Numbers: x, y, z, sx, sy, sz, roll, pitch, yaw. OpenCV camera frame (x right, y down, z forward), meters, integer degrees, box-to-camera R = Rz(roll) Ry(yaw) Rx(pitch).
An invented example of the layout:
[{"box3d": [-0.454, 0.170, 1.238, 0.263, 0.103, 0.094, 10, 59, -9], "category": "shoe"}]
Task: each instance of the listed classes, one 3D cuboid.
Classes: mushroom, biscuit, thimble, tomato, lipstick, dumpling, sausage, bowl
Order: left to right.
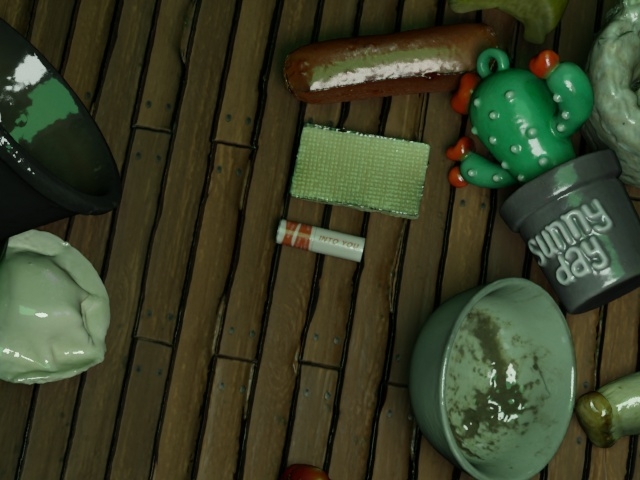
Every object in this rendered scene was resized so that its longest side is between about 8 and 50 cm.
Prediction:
[{"box3d": [-0.392, 0.098, 1.794, 0.179, 0.131, 0.252, 5, 55, -20], "category": "dumpling"}, {"box3d": [-0.019, 0.359, 1.758, 0.075, 0.087, 0.087, 14, 77, -27], "category": "tomato"}, {"box3d": [0.000, 0.000, 1.853, 0.131, 0.038, 0.038, 13, 78, 1], "category": "lipstick"}, {"box3d": [0.061, -0.105, 1.877, 0.200, 0.040, 0.121, 10, 80, 2], "category": "biscuit"}, {"box3d": [0.108, -0.268, 1.884, 0.331, 0.102, 0.102, -7, 78, -2], "category": "sausage"}, {"box3d": [0.217, 0.193, 1.743, 0.289, 0.146, 0.289, 0, 90, -42], "category": "bowl"}, {"box3d": [0.520, -0.226, 1.838, 0.292, 0.195, 0.291, 0, 73, -2], "category": "thimble"}, {"box3d": [0.532, 0.227, 1.791, 0.333, 0.107, 0.087, -9, 52, -3], "category": "mushroom"}]

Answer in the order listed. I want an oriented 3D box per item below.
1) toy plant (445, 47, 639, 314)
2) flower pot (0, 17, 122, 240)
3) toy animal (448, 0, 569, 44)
[{"box3d": [0.331, -0.103, 1.772, 0.185, 0.279, 0.400, -22, 74, -17], "category": "toy plant"}, {"box3d": [-0.485, -0.124, 1.747, 0.251, 0.379, 0.379, -38, 81, 12], "category": "flower pot"}, {"box3d": [0.325, -0.477, 1.910, 0.181, 0.180, 0.362, 20, 56, -4], "category": "toy animal"}]
